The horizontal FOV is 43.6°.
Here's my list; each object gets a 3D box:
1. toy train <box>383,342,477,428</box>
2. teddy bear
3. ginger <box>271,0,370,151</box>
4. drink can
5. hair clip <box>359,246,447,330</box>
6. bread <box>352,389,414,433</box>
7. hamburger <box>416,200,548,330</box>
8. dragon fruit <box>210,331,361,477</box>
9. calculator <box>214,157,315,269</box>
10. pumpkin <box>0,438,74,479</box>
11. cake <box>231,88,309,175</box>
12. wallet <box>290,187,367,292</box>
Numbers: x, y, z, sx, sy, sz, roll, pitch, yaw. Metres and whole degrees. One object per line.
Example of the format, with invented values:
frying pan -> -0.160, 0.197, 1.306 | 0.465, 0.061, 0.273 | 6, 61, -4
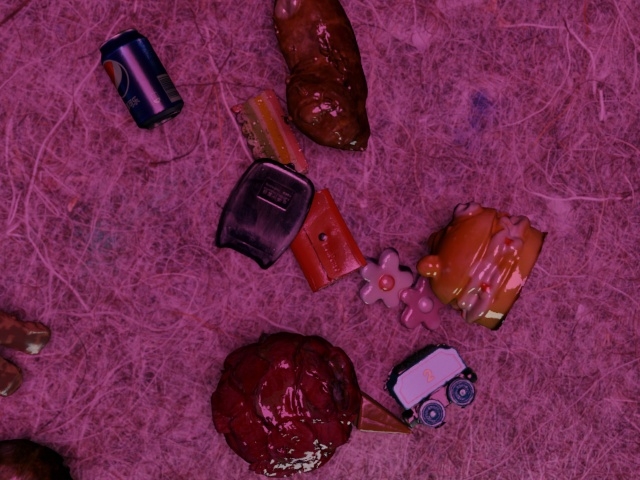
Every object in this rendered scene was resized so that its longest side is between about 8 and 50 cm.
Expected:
toy train -> 0.260, 0.338, 1.879 | 0.203, 0.112, 0.163 | -34, 91, -10
teddy bear -> -0.763, 0.189, 1.692 | 0.246, 0.222, 0.296 | -59, 143, -10
ginger -> -0.007, -0.386, 1.757 | 0.176, 0.254, 0.418 | -15, 94, 24
drink can -> -0.392, -0.351, 1.749 | 0.118, 0.118, 0.205 | -29, 95, -8
hair clip -> 0.193, 0.119, 1.886 | 0.257, 0.075, 0.146 | 32, 81, -13
bread -> 0.150, 0.401, 1.878 | 0.139, 0.074, 0.084 | 7, 93, -9
hamburger -> 0.355, 0.043, 1.820 | 0.237, 0.276, 0.276 | 28, 86, 7
dragon fruit -> -0.069, 0.346, 1.724 | 0.329, 0.329, 0.329 | 0, 91, -10
calculator -> -0.123, -0.062, 1.785 | 0.177, 0.040, 0.268 | 25, 112, -9
pumpkin -> -0.659, 0.574, 1.683 | 0.320, 0.192, 0.320 | -1, 93, -9
cake -> -0.114, -0.226, 1.839 | 0.109, 0.090, 0.225 | -24, 76, -6
wallet -> 0.000, 0.000, 1.827 | 0.142, 0.045, 0.204 | -28, 81, 6
